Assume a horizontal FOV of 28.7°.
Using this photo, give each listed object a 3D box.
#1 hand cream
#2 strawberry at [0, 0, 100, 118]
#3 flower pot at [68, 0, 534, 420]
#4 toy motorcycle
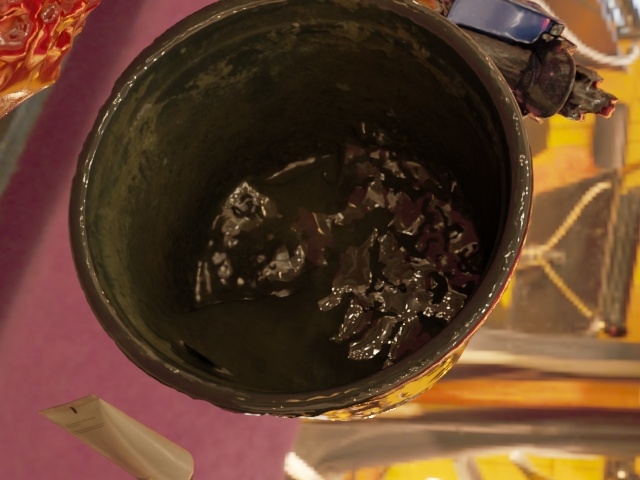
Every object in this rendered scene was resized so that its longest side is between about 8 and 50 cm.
[{"bbox_3d":[-0.204,0.216,1.329,0.186,0.087,0.054,42,44,-35],"label":"hand cream"},{"bbox_3d":[-0.255,-0.227,0.787,0.343,0.292,0.292,-59,138,-22],"label":"strawberry"},{"bbox_3d":[0.000,0.000,0.459,0.107,0.157,0.157,65,33,-65],"label":"flower pot"},{"bbox_3d":[0.141,-0.189,1.215,0.213,0.358,0.125,17,104,-17],"label":"toy motorcycle"}]
